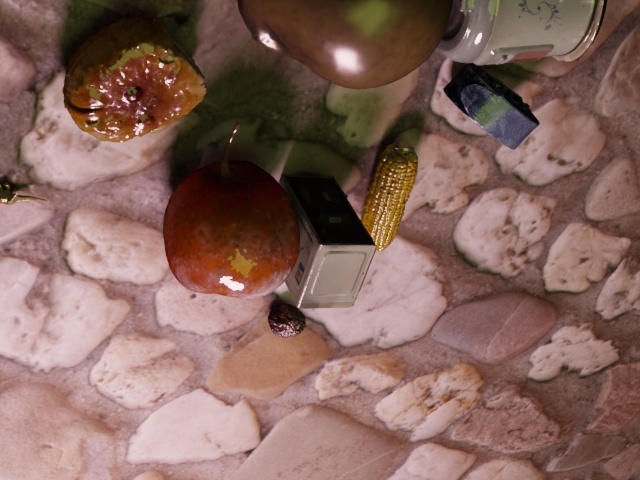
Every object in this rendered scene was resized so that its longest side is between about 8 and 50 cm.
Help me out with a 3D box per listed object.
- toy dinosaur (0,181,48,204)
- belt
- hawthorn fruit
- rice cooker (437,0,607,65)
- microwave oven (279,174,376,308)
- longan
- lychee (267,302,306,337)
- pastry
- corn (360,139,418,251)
[{"bbox_3d":[-0.495,-0.074,1.936,0.113,0.026,0.041,-5,138,-12],"label":"toy dinosaur"},{"bbox_3d":[0.301,-0.239,2.119,0.190,0.141,0.082,28,111,-38],"label":"belt"},{"bbox_3d":[-0.153,-0.026,2.033,0.235,0.263,0.231,-12,167,31],"label":"hawthorn fruit"},{"bbox_3d":[0.312,-0.407,1.896,0.316,0.264,0.316,-10,172,-1],"label":"rice cooker"},{"bbox_3d":[0.000,0.000,2.132,0.129,0.205,0.163,2,129,-28],"label":"microwave oven"},{"bbox_3d":[0.038,-0.371,1.752,0.318,0.319,0.319,-14,134,-16],"label":"longan"},{"bbox_3d":[-0.065,0.155,2.335,0.083,0.068,0.067,8,84,-52],"label":"lychee"},{"bbox_3d":[-0.282,-0.245,1.842,0.218,0.100,0.229,-10,134,-20],"label":"pastry"},{"bbox_3d":[0.123,-0.080,2.215,0.080,0.080,0.238,-4,129,-24],"label":"corn"}]
